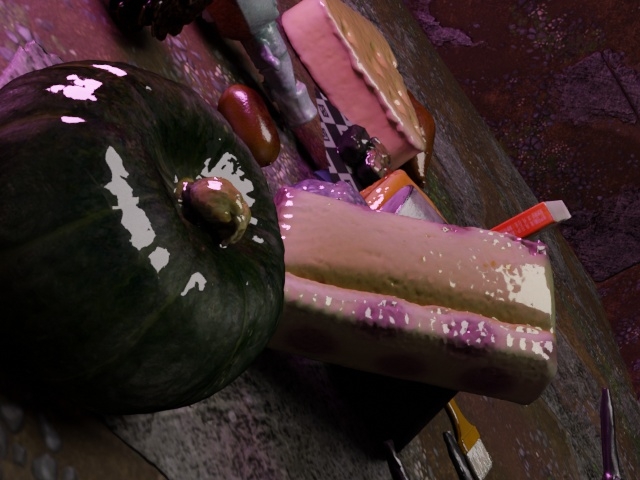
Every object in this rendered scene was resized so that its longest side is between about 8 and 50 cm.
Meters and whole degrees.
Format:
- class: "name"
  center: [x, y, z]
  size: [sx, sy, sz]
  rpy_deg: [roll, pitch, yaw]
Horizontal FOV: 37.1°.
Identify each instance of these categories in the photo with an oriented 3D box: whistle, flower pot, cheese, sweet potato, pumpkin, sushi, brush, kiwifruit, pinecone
- class: "whistle"
  center: [-0.108, -0.328, 1.457]
  size: [0.142, 0.133, 0.346]
  rpy_deg: [18, -39, 55]
- class: "flower pot"
  center: [0.123, 0.154, 1.252]
  size: [0.148, 0.235, 0.235]
  rpy_deg: [43, 17, 12]
- class: "cheese"
  center: [0.094, -0.305, 1.920]
  size: [0.384, 0.104, 0.384]
  rpy_deg: [49, 22, -27]
- class: "sweet potato"
  center: [0.198, -0.248, 2.093]
  size: [0.112, 0.112, 0.359]
  rpy_deg: [42, 29, -40]
- class: "pumpkin"
  center: [-0.153, -0.009, 0.767]
  size: [0.300, 0.207, 0.300]
  rpy_deg: [40, 37, -38]
- class: "sushi"
  center: [0.085, -0.127, 1.561]
  size: [0.219, 0.047, 0.231]
  rpy_deg: [38, 32, -42]
- class: "brush"
  center: [0.206, 0.258, 1.549]
  size: [0.272, 0.013, 0.103]
  rpy_deg: [62, 20, 7]
- class: "kiwifruit"
  center: [-0.098, -0.154, 1.299]
  size: [0.124, 0.075, 0.075]
  rpy_deg: [62, 20, 15]
- class: "pinecone"
  center: [-0.209, -0.349, 1.187]
  size: [0.165, 0.163, 0.163]
  rpy_deg: [51, 18, 12]

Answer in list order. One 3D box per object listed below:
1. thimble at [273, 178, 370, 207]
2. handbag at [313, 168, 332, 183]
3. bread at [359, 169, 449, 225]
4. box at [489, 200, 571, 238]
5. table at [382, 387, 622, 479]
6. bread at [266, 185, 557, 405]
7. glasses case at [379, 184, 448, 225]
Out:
- class: "thimble"
  center: [0.000, 0.002, 1.212]
  size: [0.150, 0.150, 0.098]
  rpy_deg: [50, 23, -27]
- class: "handbag"
  center: [0.080, -0.030, 1.579]
  size: [0.229, 0.062, 0.179]
  rpy_deg: [61, 23, 2]
- class: "bread"
  center: [0.142, 0.046, 1.436]
  size: [0.294, 0.167, 0.132]
  rpy_deg: [56, -21, -17]
- class: "box"
  center: [0.339, 0.005, 1.838]
  size: [0.048, 0.273, 0.265]
  rpy_deg: [62, 21, 7]
- class: "table"
  center: [0.195, 0.318, 1.031]
  size: [0.317, 0.317, 0.249]
  rpy_deg: [16, 57, -63]
- class: "bread"
  center: [0.088, 0.064, 1.078]
  size: [0.338, 0.155, 0.187]
  rpy_deg: [13, 59, -8]
- class: "glasses case"
  center: [0.188, 0.062, 1.351]
  size: [0.299, 0.060, 0.114]
  rpy_deg: [46, 64, -19]
